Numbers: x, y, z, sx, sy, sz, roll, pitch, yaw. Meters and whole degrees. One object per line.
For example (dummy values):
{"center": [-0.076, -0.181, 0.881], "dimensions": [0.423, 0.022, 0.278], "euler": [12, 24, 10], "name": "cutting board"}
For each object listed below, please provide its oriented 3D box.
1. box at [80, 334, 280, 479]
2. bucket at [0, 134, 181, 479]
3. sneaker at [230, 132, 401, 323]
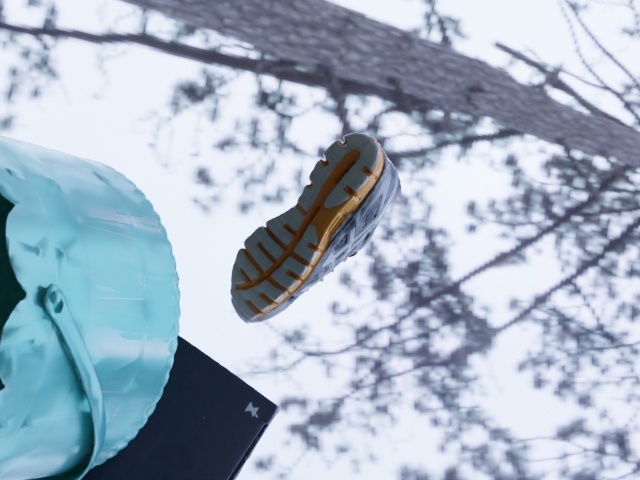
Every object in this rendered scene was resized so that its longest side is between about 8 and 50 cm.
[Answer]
{"center": [-0.139, 0.178, 1.291], "dimensions": [0.108, 0.207, 0.153], "euler": [36, -110, -7], "name": "box"}
{"center": [-0.245, 0.049, 1.084], "dimensions": [0.281, 0.183, 0.281], "euler": [-6, -99, 37], "name": "bucket"}
{"center": [0.000, 0.000, 1.479], "dimensions": [0.215, 0.083, 0.084], "euler": [-47, -128, 7], "name": "sneaker"}
